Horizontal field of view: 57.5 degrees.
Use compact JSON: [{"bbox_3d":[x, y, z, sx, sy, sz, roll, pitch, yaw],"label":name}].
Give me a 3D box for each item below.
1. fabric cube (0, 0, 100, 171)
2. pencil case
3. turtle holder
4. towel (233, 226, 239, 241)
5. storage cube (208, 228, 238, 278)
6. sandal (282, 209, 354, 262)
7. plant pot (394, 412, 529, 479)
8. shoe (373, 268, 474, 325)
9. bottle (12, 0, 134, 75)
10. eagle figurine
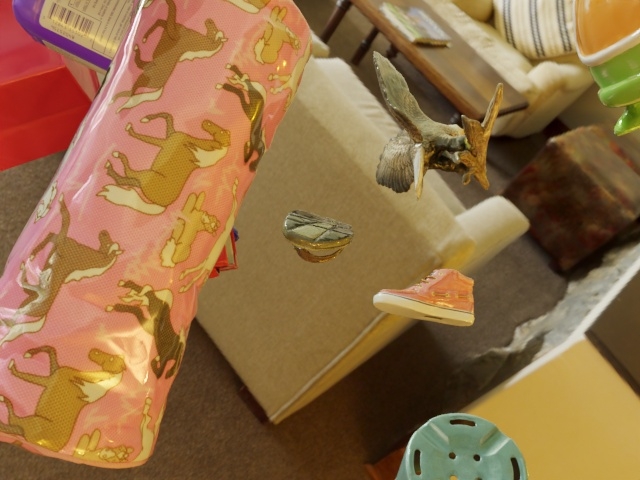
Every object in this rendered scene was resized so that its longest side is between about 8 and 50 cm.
[{"bbox_3d":[-0.612,-0.336,1.184,0.258,0.259,0.254,-20,70,-6],"label":"fabric cube"},{"bbox_3d":[-0.136,-0.029,0.446,0.160,0.167,0.385,15,74,14],"label":"pencil case"},{"bbox_3d":[0.433,-0.279,0.624,0.227,0.320,0.243,65,13,-2],"label":"turtle holder"},{"bbox_3d":[-0.341,-0.023,1.118,0.308,0.228,0.076,37,24,-22],"label":"towel"},{"bbox_3d":[-0.248,-0.035,0.948,0.193,0.183,0.214,-10,86,-4],"label":"storage cube"},{"bbox_3d":[0.002,0.001,1.112,0.120,0.086,0.303,22,6,9],"label":"sandal"},{"bbox_3d":[0.305,0.583,1.307,0.341,0.334,0.341,-1,42,1],"label":"plant pot"},{"bbox_3d":[0.170,0.084,0.949,0.178,0.063,0.081,13,71,-16],"label":"shoe"},{"bbox_3d":[-0.180,-0.221,0.650,0.283,0.092,0.118,24,85,-9],"label":"bottle"},{"bbox_3d":[0.182,-0.194,1.073,0.298,0.226,0.225,32,6,38],"label":"eagle figurine"}]
